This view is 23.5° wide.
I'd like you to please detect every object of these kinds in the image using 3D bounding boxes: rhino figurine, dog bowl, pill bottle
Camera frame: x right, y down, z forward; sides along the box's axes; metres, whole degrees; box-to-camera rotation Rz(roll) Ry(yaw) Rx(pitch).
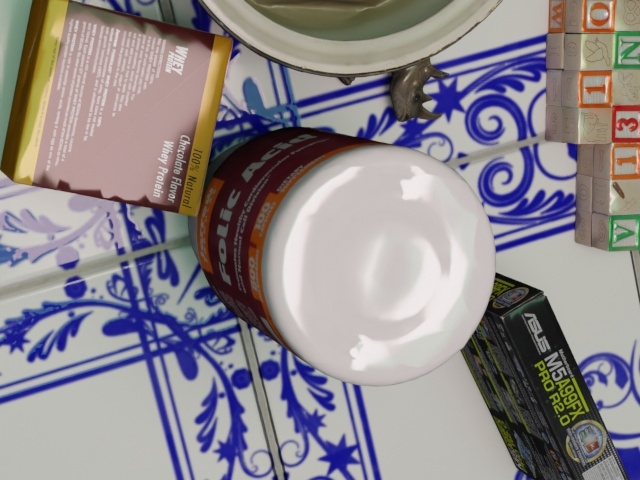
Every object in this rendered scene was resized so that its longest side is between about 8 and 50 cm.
[{"bbox_3d":[0.059,-0.222,1.711,0.106,0.073,0.243,-46,110,-4],"label":"rhino figurine"},{"bbox_3d":[0.018,-0.376,1.532,0.407,0.150,0.408,-5,108,-17],"label":"dog bowl"},{"bbox_3d":[0.000,0.000,1.553,0.224,0.392,0.224,-2,98,-18],"label":"pill bottle"}]

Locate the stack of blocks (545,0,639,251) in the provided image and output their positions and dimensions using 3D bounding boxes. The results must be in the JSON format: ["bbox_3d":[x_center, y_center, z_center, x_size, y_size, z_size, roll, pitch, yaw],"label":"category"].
[{"bbox_3d":[0.360,-0.139,1.813,0.171,0.087,0.297,-3,99,-18],"label":"stack of blocks"}]

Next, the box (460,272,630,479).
[{"bbox_3d":[0.238,0.166,1.749,0.060,0.216,0.270,-29,105,-11],"label":"box"}]

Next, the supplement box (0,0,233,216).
[{"bbox_3d":[-0.215,-0.140,1.602,0.194,0.129,0.191,10,94,-19],"label":"supplement box"}]
